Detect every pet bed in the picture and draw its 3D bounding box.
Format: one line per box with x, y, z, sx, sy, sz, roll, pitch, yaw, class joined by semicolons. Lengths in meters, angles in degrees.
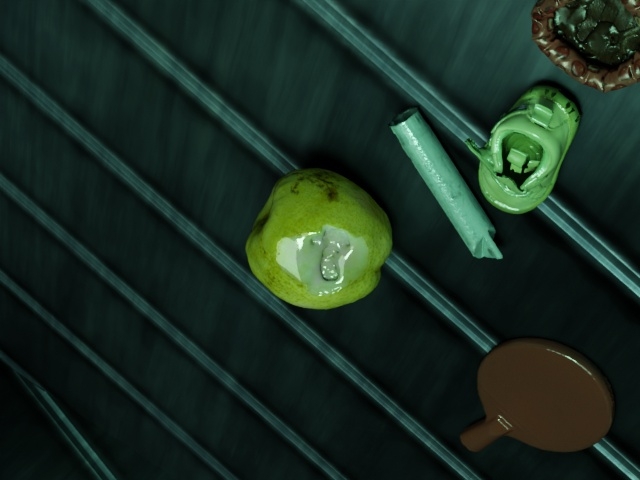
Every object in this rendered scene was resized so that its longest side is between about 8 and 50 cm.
0.405;-0.305;1.718;0.201;0.053;0.201;19;139;18;pet bed

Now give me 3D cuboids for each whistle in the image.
0.224;-0.092;2.069;0.062;0.062;0.312;-16;115;47;whistle

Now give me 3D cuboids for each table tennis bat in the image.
0.406;0.327;2.331;0.268;0.051;0.415;42;140;-1;table tennis bat

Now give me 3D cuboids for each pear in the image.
0.000;0.000;2.199;0.271;0.271;0.271;23;138;22;pear

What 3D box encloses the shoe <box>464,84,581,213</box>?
0.316;-0.141;1.911;0.140;0.128;0.262;45;141;17;shoe
